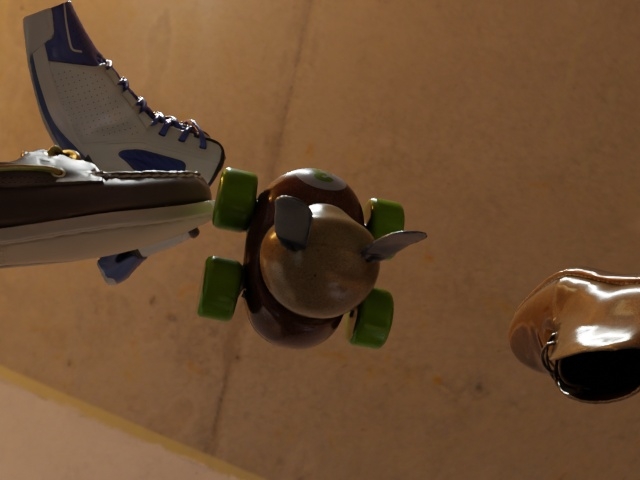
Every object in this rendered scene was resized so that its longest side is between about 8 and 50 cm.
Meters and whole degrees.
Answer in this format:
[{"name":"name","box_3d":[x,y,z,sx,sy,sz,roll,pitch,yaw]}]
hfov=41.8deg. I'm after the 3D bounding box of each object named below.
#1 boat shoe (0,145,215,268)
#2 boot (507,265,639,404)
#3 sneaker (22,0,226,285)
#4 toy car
[{"name":"boat shoe","box_3d":[-0.242,-0.029,0.695,0.116,0.324,0.096,-38,-114,62]},{"name":"boot","box_3d":[0.237,0.093,0.774,0.115,0.305,0.112,-29,-92,-18]},{"name":"sneaker","box_3d":[-0.210,-0.122,0.961,0.182,0.127,0.315,-19,-72,-12]},{"name":"toy car","box_3d":[0.000,0.000,0.623,0.155,0.188,0.149,11,-105,-10]}]
